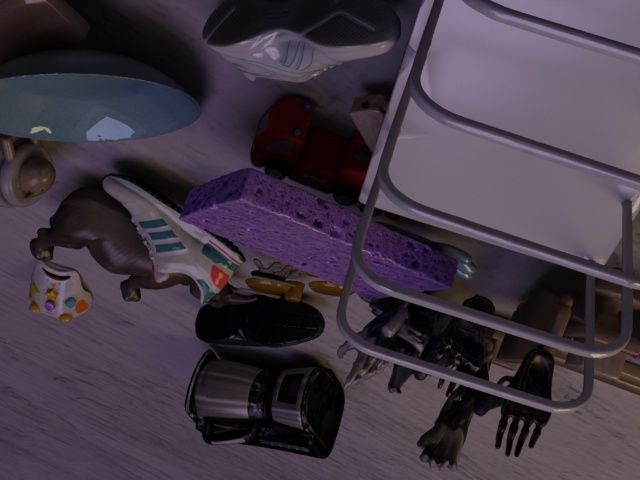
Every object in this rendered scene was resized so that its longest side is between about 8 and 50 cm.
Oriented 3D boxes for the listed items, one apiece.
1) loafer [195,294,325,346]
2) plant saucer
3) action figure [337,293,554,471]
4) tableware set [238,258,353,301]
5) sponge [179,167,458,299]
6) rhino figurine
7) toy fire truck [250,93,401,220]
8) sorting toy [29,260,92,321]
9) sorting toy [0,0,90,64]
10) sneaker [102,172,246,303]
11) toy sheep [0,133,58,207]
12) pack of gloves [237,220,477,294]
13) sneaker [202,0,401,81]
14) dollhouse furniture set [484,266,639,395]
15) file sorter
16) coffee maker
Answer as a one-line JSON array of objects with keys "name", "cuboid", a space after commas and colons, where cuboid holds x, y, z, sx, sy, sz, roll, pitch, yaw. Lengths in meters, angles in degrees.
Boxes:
[{"name": "loafer", "cuboid": [-0.063, 0.096, 1.046, 0.170, 0.062, 0.061, 0, 167, 33]}, {"name": "plant saucer", "cuboid": [-0.195, -0.121, 0.733, 0.195, 0.037, 0.195, -3, 173, 0]}, {"name": "action figure", "cuboid": [0.099, 0.118, 0.827, 0.164, 0.141, 0.276, 39, 171, -7]}, {"name": "tableware set", "cuboid": [-0.017, 0.037, 0.903, 0.104, 0.024, 0.154, 13, 163, -15]}, {"name": "sponge", "cuboid": [0.000, 0.000, 0.746, 0.210, 0.031, 0.117, 24, 161, -28]}, {"name": "rhino figurine", "cuboid": [-0.176, 0.019, 0.957, 0.243, 0.073, 0.106, 26, 140, -18]}, {"name": "toy fire truck", "cuboid": [0.046, -0.076, 0.719, 0.192, 0.047, 0.135, 21, 149, -6]}, {"name": "sorting toy", "cuboid": [-0.335, 0.058, 1.140, 0.083, 0.045, 0.075, 17, 130, 1]}, {"name": "sorting toy", "cuboid": [-0.263, -0.195, 0.689, 0.275, 0.046, 0.132, -10, 140, 39]}, {"name": "sneaker", "cuboid": [-0.157, 0.000, 0.881, 0.161, 0.075, 0.057, 34, -178, -3]}, {"name": "toy sheep", "cuboid": [-0.310, -0.076, 0.870, 0.132, 0.091, 0.091, 19, 152, 25]}, {"name": "pack of gloves", "cuboid": [0.021, -0.009, 0.835, 0.232, 0.046, 0.195, 19, 162, -17]}, {"name": "sneaker", "cuboid": [-0.008, -0.144, 0.645, 0.152, 0.053, 0.061, 6, 156, 30]}, {"name": "dollhouse furniture set", "cuboid": [0.351, 0.078, 0.803, 0.303, 0.173, 0.355, 21, 172, -3]}, {"name": "file sorter", "cuboid": [0.131, -0.050, 0.544, 0.193, 0.173, 0.277, 18, 136, 2]}, {"name": "coffee maker", "cuboid": [-0.062, 0.218, 1.193, 0.178, 0.120, 0.171, 4, 169, 23]}]
